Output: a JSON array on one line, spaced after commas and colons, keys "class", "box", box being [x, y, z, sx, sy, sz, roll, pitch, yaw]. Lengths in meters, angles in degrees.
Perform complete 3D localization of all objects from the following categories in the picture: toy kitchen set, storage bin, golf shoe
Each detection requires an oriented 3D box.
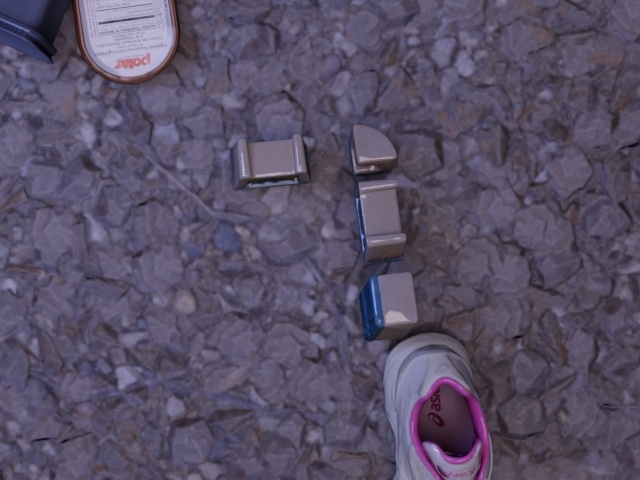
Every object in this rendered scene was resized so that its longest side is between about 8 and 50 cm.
[{"class": "toy kitchen set", "box": [0.000, 0.000, 1.903, 0.166, 0.122, 0.207, -6, 79, -5]}, {"class": "storage bin", "box": [-0.305, -0.243, 1.826, 0.135, 0.098, 0.091, 25, 84, 14]}, {"class": "golf shoe", "box": [0.129, 0.254, 1.927, 0.115, 0.140, 0.306, -12, 101, -5]}]

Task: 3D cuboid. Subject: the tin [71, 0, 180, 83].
[{"class": "tin", "box": [-0.199, -0.250, 1.866, 0.106, 0.040, 0.190, -8, 100, 0]}]
